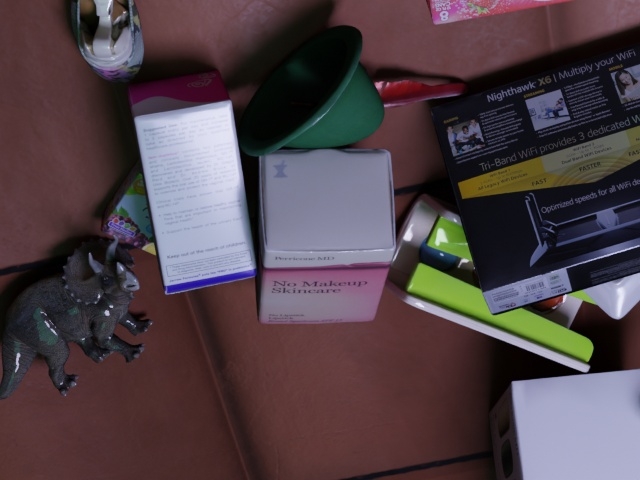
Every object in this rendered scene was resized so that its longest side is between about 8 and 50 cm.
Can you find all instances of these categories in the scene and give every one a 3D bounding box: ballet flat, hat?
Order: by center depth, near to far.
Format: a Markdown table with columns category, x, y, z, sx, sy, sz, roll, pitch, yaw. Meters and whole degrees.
| category | x | y | z | sx | sy | sz | roll | pitch | yaw |
| --- | --- | --- | --- | --- | --- | --- | --- | --- | --- |
| ballet flat | -0.231 | -0.249 | 1.513 | 0.077 | 0.079 | 0.221 | -2 | 129 | -5 |
| hat | 0.044 | -0.123 | 1.578 | 0.208 | 0.173 | 0.183 | -38 | 121 | 20 |

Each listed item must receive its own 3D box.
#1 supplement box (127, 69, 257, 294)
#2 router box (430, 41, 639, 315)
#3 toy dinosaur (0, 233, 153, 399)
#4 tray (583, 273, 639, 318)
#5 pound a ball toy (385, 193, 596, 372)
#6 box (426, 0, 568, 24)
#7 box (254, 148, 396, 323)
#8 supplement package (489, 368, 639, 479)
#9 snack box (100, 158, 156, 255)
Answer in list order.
| category | x | y | z | sx | sy | sz | roll | pitch | yaw |
| --- | --- | --- | --- | --- | --- | --- | --- | --- | --- |
| supplement box | -0.147 | -0.068 | 1.612 | 0.114 | 0.111 | 0.220 | -12 | 118 | -6 |
| router box | 0.302 | -0.077 | 1.591 | 0.309 | 0.242 | 0.081 | -17 | 154 | 8 |
| toy dinosaur | -0.315 | 0.096 | 1.777 | 0.314 | 0.121 | 0.160 | -26 | 112 | 28 |
| tray | 0.384 | -0.052 | 1.640 | 0.270 | 0.145 | 0.030 | -46 | 160 | 2 |
| pound a ball toy | 0.262 | 0.022 | 1.764 | 0.319 | 0.136 | 0.208 | 21 | 98 | -20 |
| box | 0.225 | -0.324 | 1.465 | 0.257 | 0.128 | 0.122 | -10 | 128 | 2 |
| box | 0.000 | 0.000 | 1.645 | 0.149 | 0.126 | 0.232 | -1 | 157 | -4 |
| supplement package | 0.340 | 0.290 | 1.848 | 0.198 | 0.199 | 0.262 | -5 | 165 | -1 |
| snack box | -0.181 | -0.027 | 1.720 | 0.141 | 0.037 | 0.100 | 25 | 121 | -22 |
